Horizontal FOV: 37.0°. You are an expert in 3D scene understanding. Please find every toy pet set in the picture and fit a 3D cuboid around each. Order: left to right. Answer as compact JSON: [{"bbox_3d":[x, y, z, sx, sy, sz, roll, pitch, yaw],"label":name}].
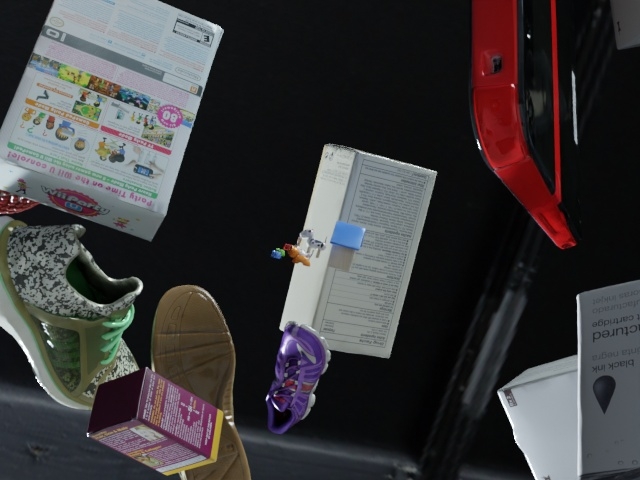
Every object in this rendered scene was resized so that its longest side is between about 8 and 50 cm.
[{"bbox_3d":[0.000,0.000,1.351,0.114,0.122,0.065,15,-83,5],"label":"toy pet set"}]

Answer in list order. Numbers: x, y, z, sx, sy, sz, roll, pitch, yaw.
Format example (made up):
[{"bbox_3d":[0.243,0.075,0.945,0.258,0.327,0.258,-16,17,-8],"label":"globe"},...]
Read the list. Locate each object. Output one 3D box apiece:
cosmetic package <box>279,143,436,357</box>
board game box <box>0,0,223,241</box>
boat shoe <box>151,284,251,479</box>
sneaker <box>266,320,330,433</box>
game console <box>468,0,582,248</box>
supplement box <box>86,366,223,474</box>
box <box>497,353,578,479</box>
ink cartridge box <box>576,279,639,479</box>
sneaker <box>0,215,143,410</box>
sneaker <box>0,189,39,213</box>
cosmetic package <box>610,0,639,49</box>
[{"bbox_3d":[0.059,0.017,1.516,0.160,0.113,0.309,13,-85,-30],"label":"cosmetic package"},{"bbox_3d":[-0.277,-0.181,1.263,0.224,0.097,0.303,20,-117,-14],"label":"board game box"},{"bbox_3d":[-0.187,0.238,1.406,0.122,0.110,0.341,-4,-106,-21],"label":"boat shoe"},{"bbox_3d":[-0.034,0.181,1.226,0.071,0.068,0.169,-46,-30,-55],"label":"sneaker"},{"bbox_3d":[0.251,-0.218,1.144,0.342,0.060,0.386,40,-130,-58],"label":"game console"},{"bbox_3d":[-0.121,0.135,0.708,0.083,0.055,0.043,40,-139,-38],"label":"supplement box"},{"bbox_3d":[0.417,0.287,1.554,0.119,0.182,0.180,-22,-92,-50],"label":"box"},{"bbox_3d":[0.271,0.149,0.590,0.115,0.198,0.272,47,-140,-36],"label":"ink cartridge box"},{"bbox_3d":[-0.327,0.114,1.364,0.182,0.158,0.410,-9,-39,15],"label":"sneaker"},{"bbox_3d":[-0.446,-0.097,1.295,0.225,0.088,0.092,9,-123,-53],"label":"sneaker"},{"bbox_3d":[0.433,-0.254,0.807,0.285,0.377,0.097,-11,-88,2],"label":"cosmetic package"}]
